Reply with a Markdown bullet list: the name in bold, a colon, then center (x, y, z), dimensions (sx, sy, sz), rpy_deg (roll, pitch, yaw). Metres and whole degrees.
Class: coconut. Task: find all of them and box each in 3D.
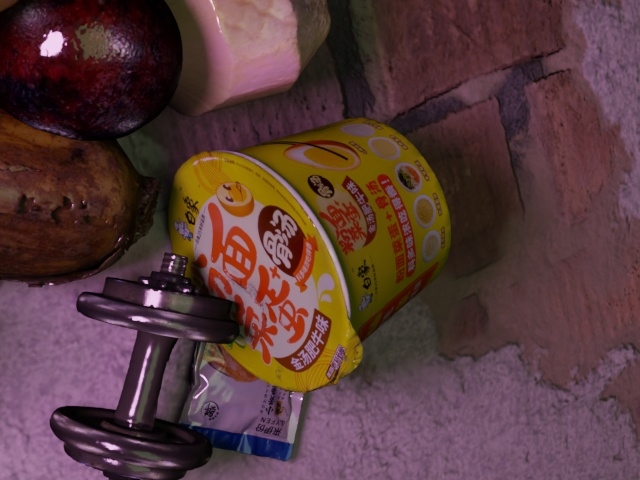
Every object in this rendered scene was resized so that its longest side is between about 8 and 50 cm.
- **coconut**: center (-0.127, -0.260, 1.444), dimensions (0.259, 0.259, 0.259), rpy_deg (-4, 97, -31)

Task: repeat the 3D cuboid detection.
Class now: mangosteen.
- **mangosteen**: center (-0.233, -0.203, 1.261), dimensions (0.216, 0.216, 0.216), rpy_deg (-4, 97, -31)

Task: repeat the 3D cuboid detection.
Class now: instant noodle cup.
- **instant noodle cup**: center (0.000, 0.000, 1.527), dimensions (0.221, 0.311, 0.311), rpy_deg (-28, 110, -36)

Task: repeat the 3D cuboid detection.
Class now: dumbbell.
- **dumbbell**: center (-0.200, 0.156, 1.466), dimensions (0.192, 0.192, 0.290), rpy_deg (14, 88, -32)

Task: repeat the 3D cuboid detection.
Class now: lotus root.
- **lotus root**: center (-0.350, -0.054, 1.352), dimensions (0.397, 0.196, 0.179), rpy_deg (7, 55, -29)

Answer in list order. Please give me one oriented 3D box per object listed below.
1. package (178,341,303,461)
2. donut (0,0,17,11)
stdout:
- **package**: center (-0.091, 0.185, 1.632), dimensions (0.171, 0.027, 0.173), rpy_deg (15, 83, -32)
- **donut**: center (-0.390, -0.299, 1.156), dimensions (0.449, 0.449, 0.198), rpy_deg (-44, 127, -20)
